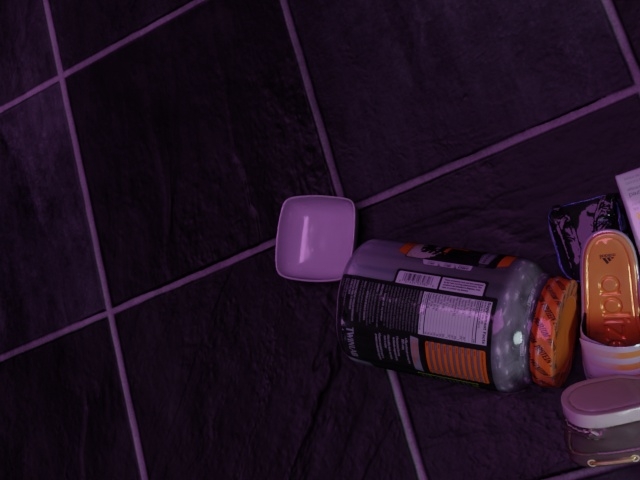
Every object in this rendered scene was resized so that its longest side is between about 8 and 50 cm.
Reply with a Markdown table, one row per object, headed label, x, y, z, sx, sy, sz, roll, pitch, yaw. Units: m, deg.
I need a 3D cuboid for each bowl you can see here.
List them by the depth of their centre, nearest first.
| label | x | y | z | sx | sy | sz | roll | pitch | yaw |
| --- | --- | --- | --- | --- | --- | --- | --- | --- | --- |
| bowl | 0.000 | 0.000 | 1.583 | 0.142 | 0.053 | 0.142 | 3 | 82 | 26 |

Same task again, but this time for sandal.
| label | x | y | z | sx | sy | sz | roll | pitch | yaw |
| --- | --- | --- | --- | --- | --- | --- | --- | --- | --- |
| sandal | 0.393 | 0.119 | 1.306 | 0.102 | 0.076 | 0.265 | -9 | 102 | 21 |

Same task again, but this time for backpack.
| label | x | y | z | sx | sy | sz | roll | pitch | yaw |
| --- | --- | --- | --- | --- | --- | --- | --- | --- | --- |
| backpack | 0.386 | 0.001 | 1.370 | 0.105 | 0.084 | 0.114 | -14 | 79 | 23 |

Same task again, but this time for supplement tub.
| label | x | y | z | sx | sy | sz | roll | pitch | yaw |
| --- | --- | --- | --- | --- | --- | --- | --- | --- | --- |
| supplement tub | 0.198 | 0.108 | 1.386 | 0.316 | 0.193 | 0.193 | 9 | 85 | 27 |

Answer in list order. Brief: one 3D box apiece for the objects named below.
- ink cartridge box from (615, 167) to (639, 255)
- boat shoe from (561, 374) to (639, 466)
| label | x | y | z | sx | sy | sz | roll | pitch | yaw |
| --- | --- | --- | --- | --- | --- | --- | --- | --- | --- |
| ink cartridge box | 0.508 | -0.007 | 1.307 | 0.154 | 0.093 | 0.212 | -18 | 75 | 22 |
| boat shoe | 0.475 | 0.225 | 1.250 | 0.325 | 0.116 | 0.096 | -9 | 112 | 0 |
